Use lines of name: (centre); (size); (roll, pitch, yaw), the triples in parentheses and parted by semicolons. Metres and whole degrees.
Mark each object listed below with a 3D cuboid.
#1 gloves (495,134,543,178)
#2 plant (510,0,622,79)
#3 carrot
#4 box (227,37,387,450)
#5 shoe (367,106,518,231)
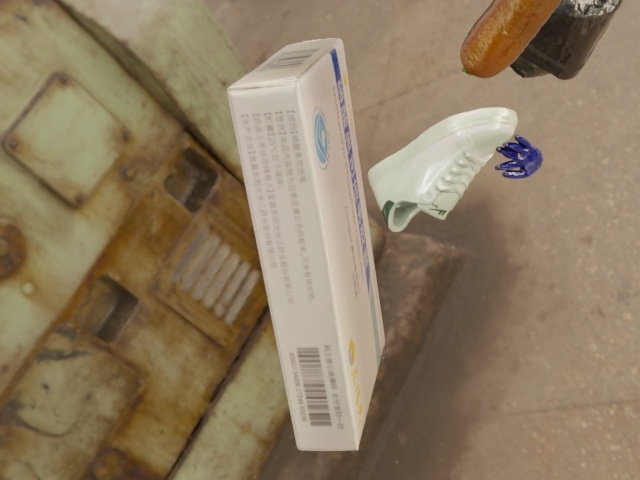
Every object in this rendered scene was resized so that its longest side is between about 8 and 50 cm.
gloves: (0.292, -0.119, 1.183); (0.064, 0.086, 0.026); (-57, 38, 13)
plant: (0.372, -0.349, 1.257); (0.142, 0.164, 0.256); (-59, 6, -16)
carrot: (0.233, -0.269, 0.908); (0.225, 0.067, 0.067); (126, 159, -45)
box: (0.000, 0.000, 0.753); (0.065, 0.343, 0.200); (-4, 22, 14)
shoe: (0.253, -0.134, 1.638); (0.363, 0.132, 0.160); (-27, 66, 39)
